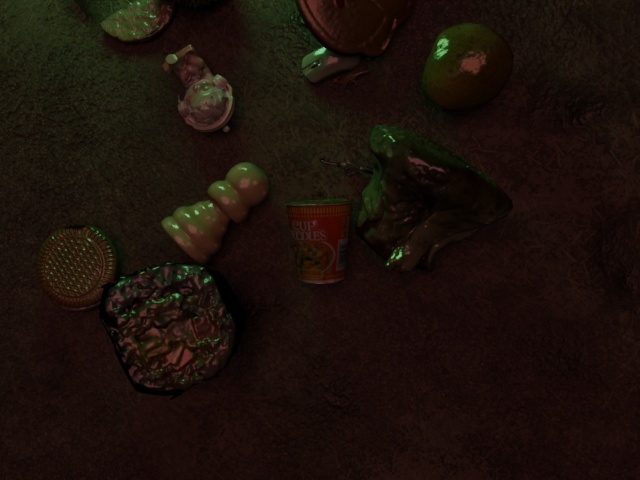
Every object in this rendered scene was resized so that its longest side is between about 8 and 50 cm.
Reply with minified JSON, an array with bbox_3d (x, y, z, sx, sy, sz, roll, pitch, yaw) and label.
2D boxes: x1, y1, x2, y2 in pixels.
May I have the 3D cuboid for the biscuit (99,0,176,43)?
[{"bbox_3d":[-0.512,-0.649,1.511,0.250,0.032,0.133,-33,85,3],"label":"biscuit"}]

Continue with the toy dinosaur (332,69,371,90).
[{"bbox_3d":[0.088,-0.449,1.444,0.113,0.026,0.041,-11,69,14],"label":"toy dinosaur"}]

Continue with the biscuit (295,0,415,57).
[{"bbox_3d":[0.108,-0.686,1.385,0.381,0.074,0.358,-41,105,-6],"label":"biscuit"}]

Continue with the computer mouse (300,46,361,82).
[{"bbox_3d":[0.024,-0.501,1.441,0.182,0.056,0.089,-22,82,5],"label":"computer mouse"}]

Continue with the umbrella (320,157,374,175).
[{"bbox_3d":[0.127,-0.190,1.427,0.269,0.044,0.044,13,120,7],"label":"umbrella"}]

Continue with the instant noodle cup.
[{"bbox_3d":[0.000,0.000,1.373,0.193,0.193,0.211,-2,98,6],"label":"instant noodle cup"}]

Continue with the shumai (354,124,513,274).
[{"bbox_3d":[0.237,-0.083,1.286,0.398,0.324,0.323,24,111,-21],"label":"shumai"}]

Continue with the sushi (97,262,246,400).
[{"bbox_3d":[-0.386,0.219,1.361,0.329,0.285,0.327,-28,91,-17],"label":"sushi"}]

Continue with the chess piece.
[{"bbox_3d":[-0.270,-0.090,1.419,0.300,0.167,0.167,-44,84,-4],"label":"chess piece"}]

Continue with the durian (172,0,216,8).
[{"bbox_3d":[-0.391,-0.778,1.408,0.225,0.291,0.290,6,88,47],"label":"durian"}]

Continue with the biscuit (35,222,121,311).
[{"bbox_3d":[-0.691,0.078,1.479,0.260,0.079,0.258,0,88,6],"label":"biscuit"}]

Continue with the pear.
[{"bbox_3d":[0.382,-0.440,1.333,0.212,0.188,0.228,18,90,18],"label":"pear"}]

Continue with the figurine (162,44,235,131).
[{"bbox_3d":[-0.326,-0.404,1.429,0.163,0.141,0.236,-28,86,9],"label":"figurine"}]
